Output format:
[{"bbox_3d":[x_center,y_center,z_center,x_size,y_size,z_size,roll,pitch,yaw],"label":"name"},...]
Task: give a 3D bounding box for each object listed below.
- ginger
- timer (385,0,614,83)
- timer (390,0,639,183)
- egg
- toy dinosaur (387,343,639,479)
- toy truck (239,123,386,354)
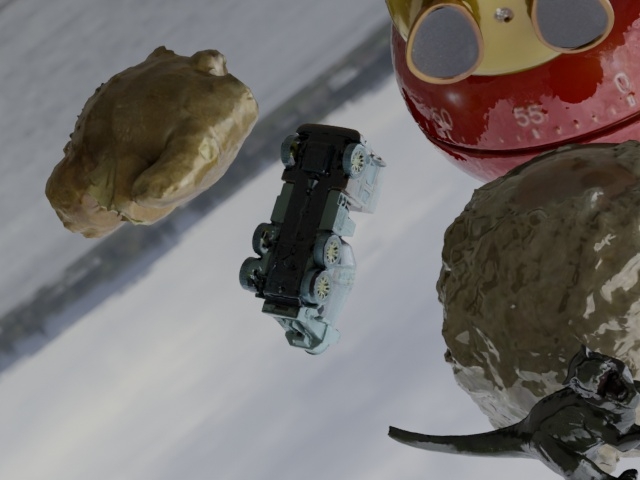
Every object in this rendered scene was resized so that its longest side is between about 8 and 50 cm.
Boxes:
[{"bbox_3d":[-0.131,-0.071,1.383,0.216,0.102,0.157,-3,-126,53],"label":"ginger"},{"bbox_3d":[0.080,-0.131,0.850,0.107,0.107,0.109,-35,-140,28],"label":"timer"},{"bbox_3d":[0.264,-0.217,1.945,0.378,0.279,0.378,-19,-146,13],"label":"timer"},{"bbox_3d":[0.225,0.050,1.465,0.279,0.279,0.310,-38,153,-4],"label":"egg"},{"bbox_3d":[0.155,0.105,1.277,0.087,0.179,0.187,-52,165,-37],"label":"toy dinosaur"},{"bbox_3d":[0.000,0.000,2.202,0.108,0.140,0.257,9,-105,31],"label":"toy truck"}]
